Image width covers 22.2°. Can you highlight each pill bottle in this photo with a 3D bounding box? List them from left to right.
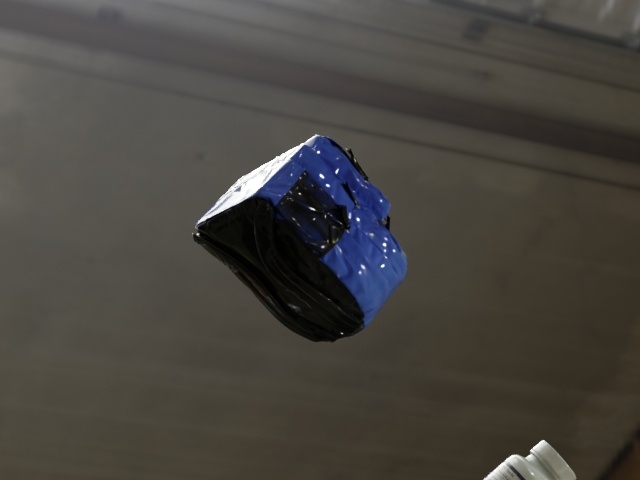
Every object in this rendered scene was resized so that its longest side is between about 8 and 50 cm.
[{"bbox_3d":[0.185,0.249,1.566,0.120,0.067,0.067,-40,-155,-4],"label":"pill bottle"}]

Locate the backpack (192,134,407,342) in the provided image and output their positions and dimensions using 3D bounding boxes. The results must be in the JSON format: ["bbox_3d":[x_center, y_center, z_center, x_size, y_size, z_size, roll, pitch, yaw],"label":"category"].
[{"bbox_3d":[0.000,0.000,1.063,0.101,0.120,0.098,-46,-168,-28],"label":"backpack"}]
